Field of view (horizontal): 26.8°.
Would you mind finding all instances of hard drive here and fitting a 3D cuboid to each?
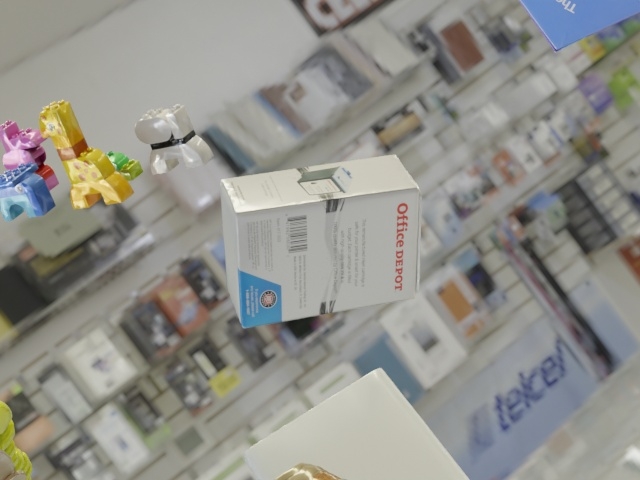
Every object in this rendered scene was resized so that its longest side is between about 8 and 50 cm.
[{"bbox_3d":[0.077,0.319,1.580,0.203,0.307,0.040,-30,-30,-16],"label":"hard drive"}]

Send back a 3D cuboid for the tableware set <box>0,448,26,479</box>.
[{"bbox_3d":[-0.245,0.132,0.698,0.141,0.020,0.169,-30,-39,1],"label":"tableware set"}]

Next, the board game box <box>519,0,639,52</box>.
[{"bbox_3d":[0.180,-0.331,0.985,0.233,0.347,0.078,-22,28,41],"label":"board game box"}]

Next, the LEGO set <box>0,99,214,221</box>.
[{"bbox_3d":[-0.219,-0.081,1.170,0.227,0.093,0.087,-7,24,31],"label":"LEGO set"}]

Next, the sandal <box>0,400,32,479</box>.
[{"bbox_3d":[-0.422,0.263,1.559,0.317,0.138,0.126,98,-166,-50],"label":"sandal"}]

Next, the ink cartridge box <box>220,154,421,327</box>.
[{"bbox_3d":[0.000,0.000,1.381,0.190,0.140,0.082,-10,33,-14],"label":"ink cartridge box"}]

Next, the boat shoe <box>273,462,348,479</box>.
[{"bbox_3d":[-0.061,0.338,1.192,0.302,0.103,0.113,-53,-29,-4],"label":"boat shoe"}]
